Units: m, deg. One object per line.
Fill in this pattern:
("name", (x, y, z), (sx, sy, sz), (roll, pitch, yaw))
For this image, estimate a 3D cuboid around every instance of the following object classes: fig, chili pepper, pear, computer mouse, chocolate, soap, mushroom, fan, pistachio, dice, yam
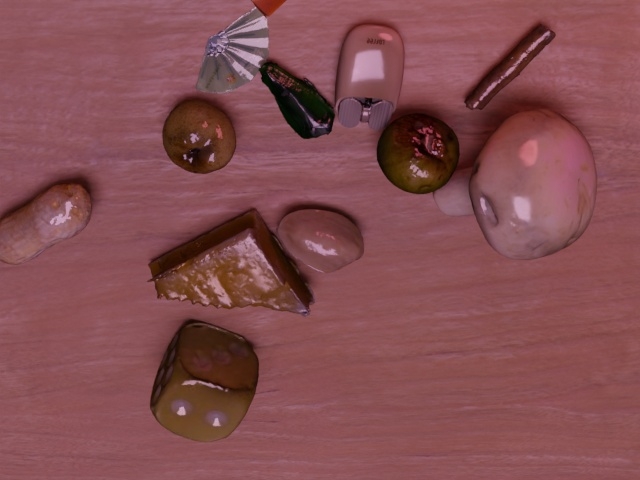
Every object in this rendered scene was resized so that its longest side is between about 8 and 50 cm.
("fig", (0.210, -0.194, 1.737), (0.181, 0.191, 0.181), (-2, 94, -28))
("chili pepper", (-0.061, -0.311, 1.721), (0.108, 0.062, 0.216), (-35, 117, 21))
("pear", (-0.273, -0.229, 1.725), (0.167, 0.136, 0.167), (9, 137, 9))
("computer mouse", (0.107, -0.352, 1.683), (0.145, 0.082, 0.236), (5, 124, -6))
("chocolate", (-0.671, -0.038, 1.861), (0.309, 0.134, 0.134), (-29, 121, 20))
("soap", (-0.233, 0.128, 1.965), (0.339, 0.169, 0.304), (-26, 112, 16))
("mushroom", (0.462, -0.101, 1.736), (0.325, 0.353, 0.353), (39, 117, -8))
("fan", (-0.187, -0.405, 1.683), (0.131, 0.009, 0.240), (30, 119, -24))
("pistachio", (0.000, 0.000, 1.909), (0.223, 0.126, 0.152), (14, 90, -6))
("dice", (-0.318, 0.387, 2.102), (0.233, 0.238, 0.226), (25, 120, -17))
("yam", (0.413, -0.374, 1.691), (0.057, 0.056, 0.241), (35, 116, -23))

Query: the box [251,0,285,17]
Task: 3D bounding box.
("box", (-0.056, -0.567, 1.366), (0.225, 0.341, 0.143), (-36, 120, 22))
